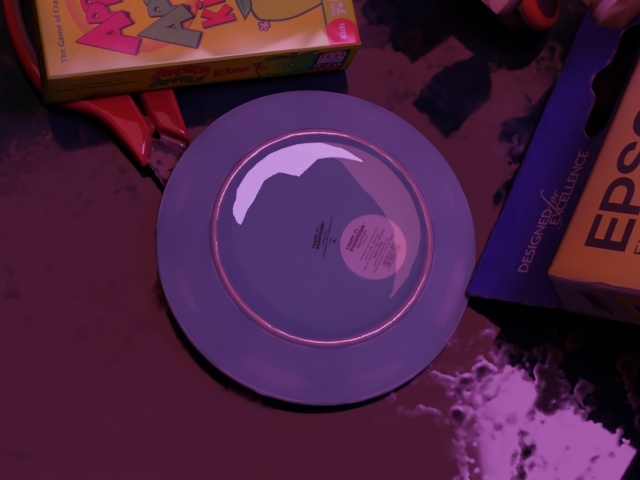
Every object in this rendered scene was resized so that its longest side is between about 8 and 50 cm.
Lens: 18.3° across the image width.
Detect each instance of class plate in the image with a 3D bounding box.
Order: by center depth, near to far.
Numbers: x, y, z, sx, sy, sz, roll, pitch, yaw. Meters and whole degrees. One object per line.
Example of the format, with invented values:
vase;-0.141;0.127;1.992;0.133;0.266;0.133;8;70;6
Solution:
plate;0.000;0.000;1.135;0.188;0.024;0.188;3;74;-9

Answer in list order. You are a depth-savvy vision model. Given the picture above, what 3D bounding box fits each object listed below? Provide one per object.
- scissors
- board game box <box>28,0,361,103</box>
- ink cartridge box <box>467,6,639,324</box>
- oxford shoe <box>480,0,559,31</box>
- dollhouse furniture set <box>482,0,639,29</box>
scissors;-0.096;-0.043;1.155;0.109;0.021;0.297;-18;79;-13
board game box;-0.075;-0.138;1.149;0.181;0.043;0.092;-8;77;-13
ink cartridge box;0.243;-0.091;1.069;0.307;0.072;0.303;11;69;38
oxford shoe;0.053;-0.234;1.191;0.098;0.097;0.271;-30;85;24
dollhouse furniture set;0.122;-0.187;1.051;0.151;0.123;0.144;45;106;9
